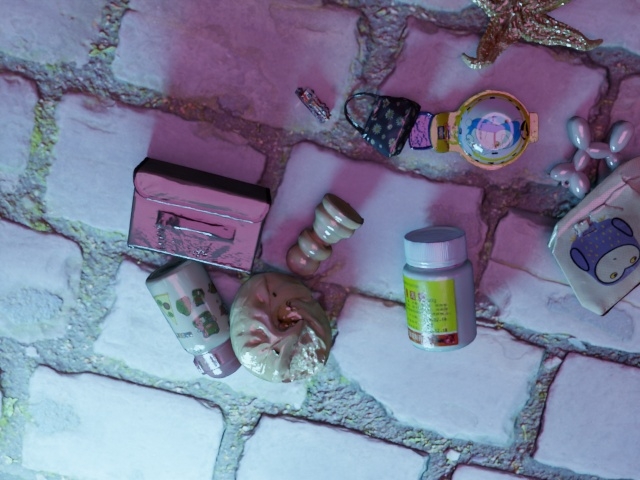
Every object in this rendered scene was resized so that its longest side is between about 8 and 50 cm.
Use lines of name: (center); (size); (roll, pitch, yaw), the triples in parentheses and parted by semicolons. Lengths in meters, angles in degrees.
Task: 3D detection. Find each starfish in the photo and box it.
starfish: (0.389, -0.452, 1.571); (0.302, 0.060, 0.299); (12, 98, 1)

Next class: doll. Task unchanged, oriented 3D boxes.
doll: (0.526, -0.161, 1.651); (0.160, 0.059, 0.160); (3, 103, -3)

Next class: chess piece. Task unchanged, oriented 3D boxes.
chess piece: (0.000, 0.000, 1.667); (0.094, 0.094, 0.170); (35, 105, -10)

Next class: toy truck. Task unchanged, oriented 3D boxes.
toy truck: (-0.014, -0.264, 1.628); (0.032, 0.024, 0.083); (-31, 109, 36)

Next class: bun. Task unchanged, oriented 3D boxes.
bun: (-0.072, 0.178, 1.662); (0.237, 0.116, 0.210); (43, 69, -15)

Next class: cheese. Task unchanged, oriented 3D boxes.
cheese: (0.294, -0.211, 1.630); (0.250, 0.064, 0.157); (-1, 104, 12)

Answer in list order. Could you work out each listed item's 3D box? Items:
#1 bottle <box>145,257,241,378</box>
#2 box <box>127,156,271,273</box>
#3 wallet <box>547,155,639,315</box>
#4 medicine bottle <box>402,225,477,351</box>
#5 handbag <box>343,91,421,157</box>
bottle: (-0.241, 0.159, 1.684); (0.120, 0.120, 0.253); (-25, 103, 5)
box: (-0.232, -0.048, 1.601); (0.252, 0.188, 0.153); (12, 102, -7)
wallet: (0.613, -0.014, 1.670); (0.335, 0.068, 0.275); (-44, 113, 11)
medicine bottle: (0.234, 0.095, 1.668); (0.139, 0.139, 0.226); (-6, 105, 0)
handbag: (0.108, -0.235, 1.619); (0.139, 0.072, 0.115); (26, 107, 9)
